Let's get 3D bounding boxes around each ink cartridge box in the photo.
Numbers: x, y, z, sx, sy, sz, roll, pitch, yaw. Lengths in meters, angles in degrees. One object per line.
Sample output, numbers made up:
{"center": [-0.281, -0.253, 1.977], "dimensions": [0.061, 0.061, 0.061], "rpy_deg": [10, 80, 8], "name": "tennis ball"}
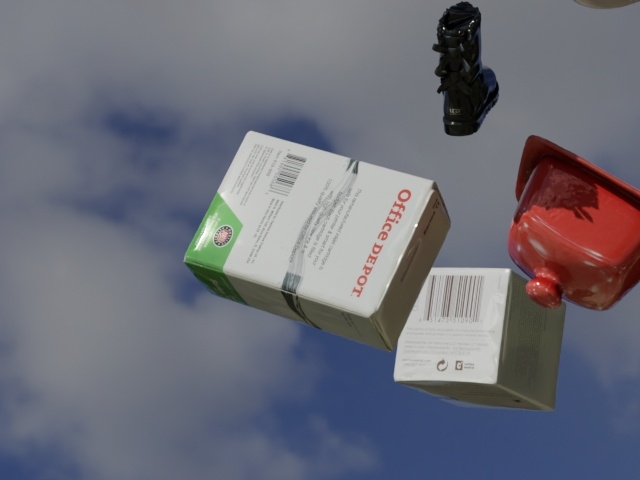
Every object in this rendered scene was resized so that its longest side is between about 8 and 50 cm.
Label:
{"center": [0.000, 0.000, 1.570], "dimensions": [0.208, 0.153, 0.087], "rpy_deg": [17, -21, 26], "name": "ink cartridge box"}

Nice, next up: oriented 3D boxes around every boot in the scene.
{"center": [0.124, -0.155, 1.406], "dimensions": [0.045, 0.121, 0.099], "rpy_deg": [2, -61, 15], "name": "boot"}

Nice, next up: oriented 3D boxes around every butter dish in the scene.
{"center": [0.222, 0.008, 1.451], "dimensions": [0.160, 0.118, 0.160], "rpy_deg": [31, -18, 13], "name": "butter dish"}

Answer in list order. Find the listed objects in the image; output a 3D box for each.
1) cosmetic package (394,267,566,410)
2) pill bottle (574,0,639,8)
{"center": [0.208, 0.129, 2.130], "dimensions": [0.151, 0.151, 0.183], "rpy_deg": [-1, -16, 33], "name": "cosmetic package"}
{"center": [0.252, -0.368, 1.623], "dimensions": [0.152, 0.272, 0.152], "rpy_deg": [-13, -39, -11], "name": "pill bottle"}
